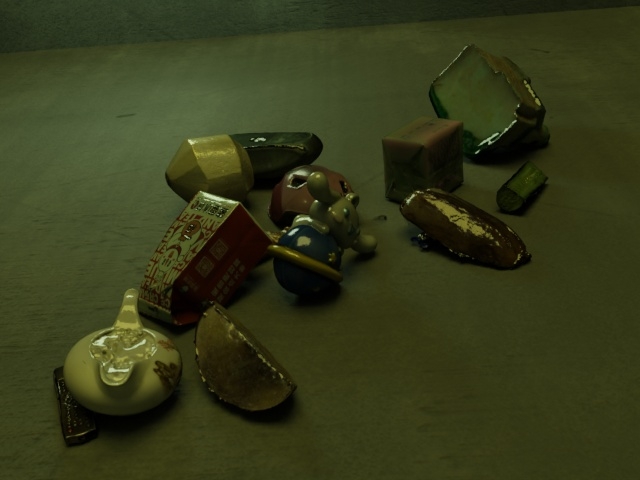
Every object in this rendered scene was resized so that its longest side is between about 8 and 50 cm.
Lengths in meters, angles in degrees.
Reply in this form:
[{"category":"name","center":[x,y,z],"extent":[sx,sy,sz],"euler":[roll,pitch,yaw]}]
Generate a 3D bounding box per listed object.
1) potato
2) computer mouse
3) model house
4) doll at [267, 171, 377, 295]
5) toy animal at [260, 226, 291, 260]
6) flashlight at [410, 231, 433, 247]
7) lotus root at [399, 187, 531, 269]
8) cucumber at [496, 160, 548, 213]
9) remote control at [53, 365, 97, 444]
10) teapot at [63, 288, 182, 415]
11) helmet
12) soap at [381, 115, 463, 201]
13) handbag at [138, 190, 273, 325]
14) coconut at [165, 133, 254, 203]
[{"category":"potato","center":[-0.138,0.235,1.370],"extent":[0.120,0.100,0.261],"euler":[-49,55,0]},{"category":"computer mouse","center":[-0.174,-0.236,2.157],"extent":[0.374,0.114,0.203],"euler":[2,24,21]},{"category":"model house","center":[0.525,-0.388,2.221],"extent":[0.284,0.243,0.298],"euler":[1,55,-41]},{"category":"doll","center":[0.003,0.009,1.645],"extent":[0.160,0.242,0.311],"euler":[4,-12,35]},{"category":"toy animal","center":[-0.150,0.010,1.776],"extent":[0.241,0.056,0.099],"euler":[-27,36,-35]},{"category":"flashlight","center":[0.272,-0.015,1.774],"extent":[0.121,0.035,0.057],"euler":[-20,32,-25]},{"category":"lotus root","center":[0.332,-0.043,1.729],"extent":[0.329,0.078,0.167],"euler":[31,44,31]},{"category":"cucumber","center":[0.514,-0.134,1.935],"extent":[0.078,0.062,0.211],"euler":[42,38,9]},{"category":"remote control","center":[-0.442,0.288,1.356],"extent":[0.059,0.028,0.212],"euler":[-11,30,-19]},{"category":"teapot","center":[-0.350,0.211,1.345],"extent":[0.205,0.139,0.298],"euler":[-3,26,-12]},{"category":"helmet","center":[-0.025,-0.118,1.898],"extent":[0.198,0.154,0.253],"euler":[-24,39,-29]},{"category":"soap","center":[0.269,-0.209,1.973],"extent":[0.139,0.182,0.199],"euler":[18,36,36]},{"category":"handbag","center":[-0.264,0.053,1.618],"extent":[0.171,0.151,0.298],"euler":[17,64,47]},{"category":"coconut","center":[-0.294,-0.173,1.978],"extent":[0.222,0.202,0.202],"euler":[-12,30,-18]}]
